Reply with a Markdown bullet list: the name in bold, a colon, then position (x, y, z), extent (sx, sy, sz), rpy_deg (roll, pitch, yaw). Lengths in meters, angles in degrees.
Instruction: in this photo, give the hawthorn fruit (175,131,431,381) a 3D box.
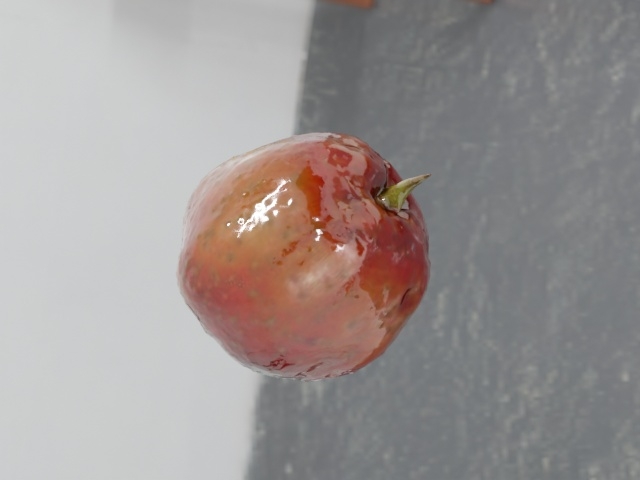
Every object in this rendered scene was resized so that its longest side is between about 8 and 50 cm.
- **hawthorn fruit**: position (0.000, 0.000, 1.105), extent (0.200, 0.179, 0.179), rpy_deg (-40, 57, 28)
